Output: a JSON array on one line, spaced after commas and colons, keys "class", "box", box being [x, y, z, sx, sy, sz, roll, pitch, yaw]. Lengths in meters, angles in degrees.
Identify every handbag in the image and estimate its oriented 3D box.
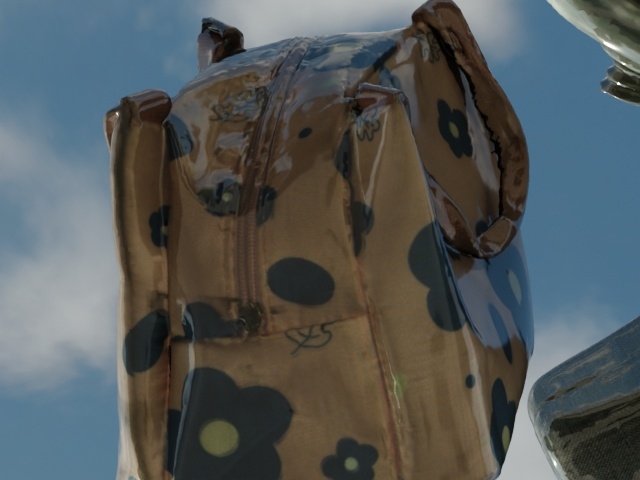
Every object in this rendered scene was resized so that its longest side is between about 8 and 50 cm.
[{"class": "handbag", "box": [0.000, 0.000, 0.840, 0.190, 0.251, 0.193, -7, -73, 13]}]

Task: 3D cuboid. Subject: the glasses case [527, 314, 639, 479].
[{"class": "glasses case", "box": [0.275, 0.056, 0.996, 0.323, 0.074, 0.131, -32, -57, 8]}]

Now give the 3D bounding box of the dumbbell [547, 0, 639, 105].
[{"class": "dumbbell", "box": [0.254, -0.252, 0.995, 0.179, 0.179, 0.406, 22, -62, -3]}]
